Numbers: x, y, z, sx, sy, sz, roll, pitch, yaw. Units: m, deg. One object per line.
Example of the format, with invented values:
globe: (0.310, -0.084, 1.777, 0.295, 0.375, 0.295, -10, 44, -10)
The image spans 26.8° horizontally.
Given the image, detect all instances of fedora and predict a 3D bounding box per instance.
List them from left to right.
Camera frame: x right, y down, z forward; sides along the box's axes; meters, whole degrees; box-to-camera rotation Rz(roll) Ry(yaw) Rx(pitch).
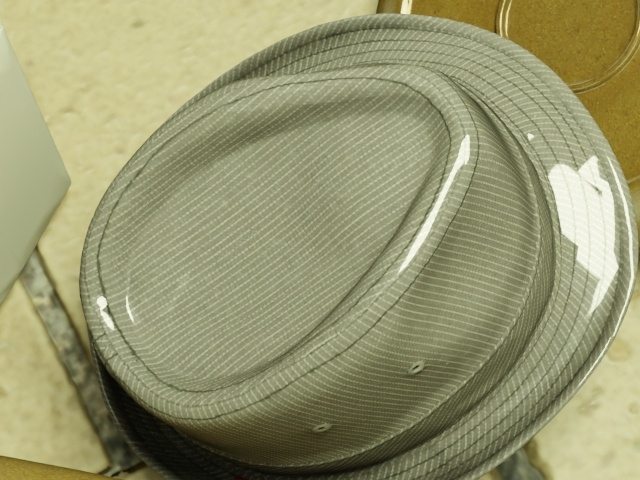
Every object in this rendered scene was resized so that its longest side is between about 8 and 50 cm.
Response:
fedora: (0.000, 0.000, 0.609, 0.275, 0.124, 0.244, -28, 71, 9)

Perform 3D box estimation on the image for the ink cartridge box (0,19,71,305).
ink cartridge box: (-0.271, -0.076, 0.616, 0.283, 0.207, 0.117, 29, 74, 6)

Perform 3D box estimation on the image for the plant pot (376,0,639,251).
plant pot: (0.129, -0.109, 0.677, 0.236, 0.032, 0.236, -4, 81, 26)

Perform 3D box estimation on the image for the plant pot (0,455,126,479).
plant pot: (-0.156, 0.182, 0.546, 0.254, 0.237, 0.237, -2, 71, -20)
